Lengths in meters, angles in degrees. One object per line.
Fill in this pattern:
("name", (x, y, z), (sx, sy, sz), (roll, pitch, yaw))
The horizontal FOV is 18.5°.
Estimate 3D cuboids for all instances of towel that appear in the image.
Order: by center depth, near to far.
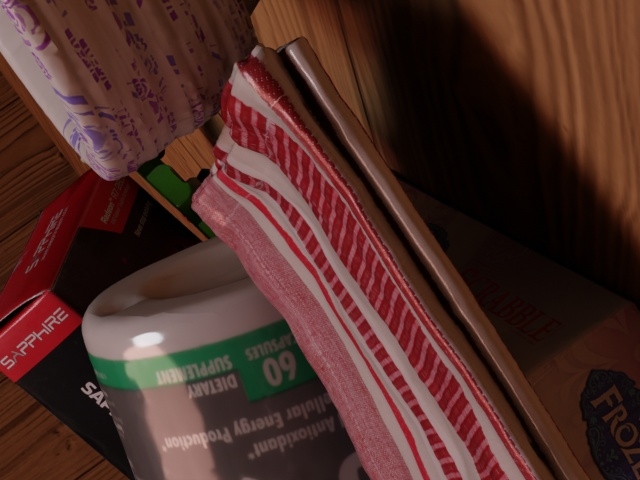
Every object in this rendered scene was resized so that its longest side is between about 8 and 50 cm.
("towel", (0.022, 0.042, 0.918), (0.237, 0.037, 0.329), (56, 170, 4))

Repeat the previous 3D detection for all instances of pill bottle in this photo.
("pill bottle", (0.002, 0.177, 1.230), (0.204, 0.204, 0.361), (-152, 42, -73))

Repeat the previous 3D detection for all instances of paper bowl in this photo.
("paper bowl", (-0.119, -0.181, 0.904), (0.284, 0.148, 0.284), (53, 173, 10))

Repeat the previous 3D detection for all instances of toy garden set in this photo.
("toy garden set", (-0.059, -0.001, 1.668), (0.244, 0.049, 0.204), (42, 177, 28))

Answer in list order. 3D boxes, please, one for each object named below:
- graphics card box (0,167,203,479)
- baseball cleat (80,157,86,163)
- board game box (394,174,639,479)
("graphics card box", (-0.089, 0.124, 1.590), (0.371, 0.094, 0.233), (44, -157, -15))
("baseball cleat", (-0.150, -0.143, 1.539), (0.072, 0.109, 0.206), (27, 145, -8))
("board game box", (0.135, 0.134, 1.009), (0.318, 0.066, 0.318), (59, 171, -21))
